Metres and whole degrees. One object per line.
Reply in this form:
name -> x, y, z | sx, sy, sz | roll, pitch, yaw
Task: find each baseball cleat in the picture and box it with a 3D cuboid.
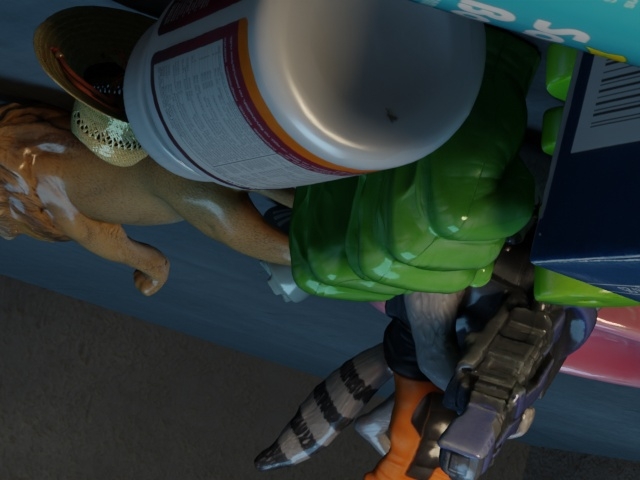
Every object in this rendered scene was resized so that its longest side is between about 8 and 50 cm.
baseball cleat -> 0.000, 0.000, 1.545 | 0.072, 0.109, 0.206 | 58, -174, -16

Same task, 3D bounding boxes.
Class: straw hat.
straw hat -> -0.117, -0.079, 1.058 | 0.144, 0.061, 0.144 | 20, -151, -12

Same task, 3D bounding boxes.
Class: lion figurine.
lion figurine -> -0.138, -0.045, 1.399 | 0.392, 0.142, 0.240 | -9, 151, 33

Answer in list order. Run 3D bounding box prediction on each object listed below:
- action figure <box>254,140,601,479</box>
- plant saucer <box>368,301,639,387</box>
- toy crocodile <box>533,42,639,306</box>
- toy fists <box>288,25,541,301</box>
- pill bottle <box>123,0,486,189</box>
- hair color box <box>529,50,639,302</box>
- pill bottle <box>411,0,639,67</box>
action figure -> 0.072, 0.078, 1.185 | 0.178, 0.330, 0.341 | 27, -155, 11
plant saucer -> 0.203, 0.051, 1.491 | 0.332, 0.084, 0.332 | 15, 171, 2
toy crocodile -> 0.172, -0.030, 0.960 | 0.105, 0.115, 0.340 | 3, 170, 6
toy fists -> 0.051, -0.032, 1.053 | 0.096, 0.142, 0.279 | 19, 171, -17
pill bottle -> -0.019, -0.088, 0.901 | 0.121, 0.121, 0.221 | 19, 170, -23
hair color box -> 0.266, -0.022, 0.683 | 0.347, 0.174, 0.105 | 19, 170, -22
pill bottle -> 0.091, -0.119, 0.465 | 0.264, 0.146, 0.146 | 16, 171, -4
